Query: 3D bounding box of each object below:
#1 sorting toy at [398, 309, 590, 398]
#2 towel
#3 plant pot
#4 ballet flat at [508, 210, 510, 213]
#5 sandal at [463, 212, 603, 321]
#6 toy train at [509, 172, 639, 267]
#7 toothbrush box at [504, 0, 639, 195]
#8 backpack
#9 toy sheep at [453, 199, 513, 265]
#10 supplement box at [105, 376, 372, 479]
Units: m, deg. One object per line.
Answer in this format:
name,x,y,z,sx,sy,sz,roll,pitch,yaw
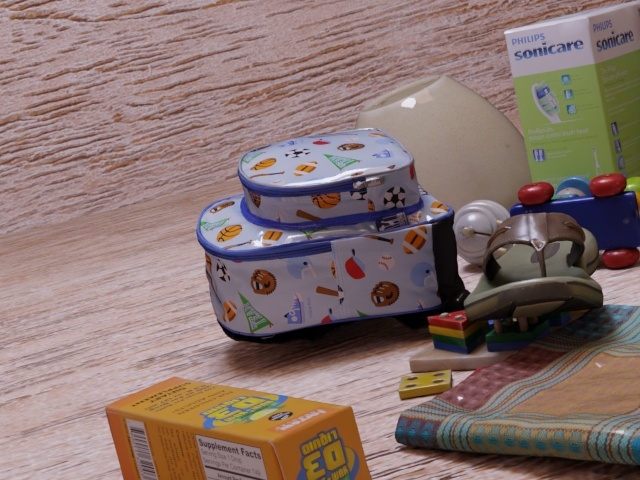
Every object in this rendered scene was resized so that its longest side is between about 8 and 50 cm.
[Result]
sorting toy,0.162,0.083,1.291,0.132,0.046,0.274,-6,11,32
towel,0.265,0.096,1.002,0.271,0.040,0.370,-22,11,-38
plant pot,0.152,-0.124,1.953,0.284,0.191,0.284,-24,12,6
ballet flat,0.277,-0.040,1.956,0.052,0.057,0.168,-46,19,-21
sandal,0.192,0.013,1.249,0.120,0.086,0.303,-8,9,12
toy train,0.358,-0.037,1.586,0.248,0.105,0.143,-6,13,31
toothbrush box,0.356,-0.152,1.764,0.122,0.283,0.206,-4,12,36
backpack,0.000,0.000,1.473,0.263,0.213,0.276,-18,14,-6
toy sheep,0.203,-0.009,1.705,0.091,0.091,0.132,-8,-9,21
supplement box,-0.065,0.155,1.018,0.078,0.080,0.233,-21,15,-37
